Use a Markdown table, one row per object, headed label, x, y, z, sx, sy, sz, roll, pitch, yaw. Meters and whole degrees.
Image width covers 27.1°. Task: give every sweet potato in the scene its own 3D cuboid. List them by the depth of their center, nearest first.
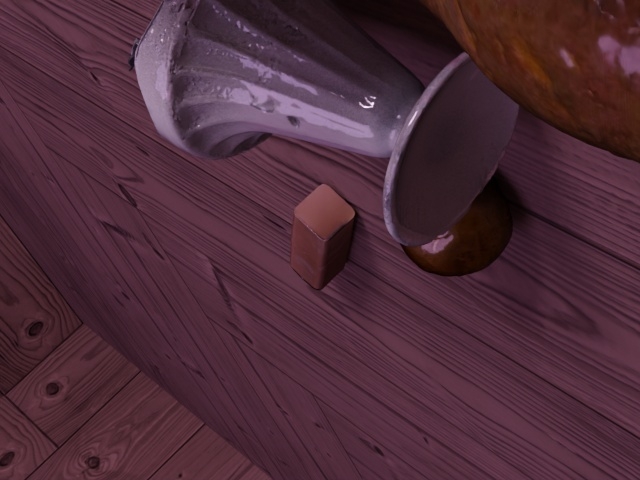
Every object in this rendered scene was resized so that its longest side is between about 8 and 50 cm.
| label | x | y | z | sx | sy | sz | roll | pitch | yaw |
| --- | --- | --- | --- | --- | --- | --- | --- | --- | --- |
| sweet potato | 0.122 | -0.102 | 0.563 | 0.337 | 0.131 | 0.131 | 31 | 158 | 39 |

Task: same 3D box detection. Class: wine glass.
| label | x | y | z | sx | sy | sz | roll | pitch | yaw |
| --- | --- | --- | --- | --- | --- | --- | --- | --- | --- |
| wine glass | 0.006 | -0.096 | 0.810 | 0.196 | 0.165 | 0.165 | 30 | 158 | 32 |

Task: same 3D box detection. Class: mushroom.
| label | x | y | z | sx | sy | sz | roll | pitch | yaw |
| --- | --- | --- | --- | --- | --- | --- | --- | --- | --- |
| mushroom | 0.095 | -0.007 | 0.945 | 0.088 | 0.073 | 0.129 | 3 | 151 | 16 |

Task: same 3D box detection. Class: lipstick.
| label | x | y | z | sx | sy | sz | roll | pitch | yaw |
| --- | --- | --- | --- | --- | --- | --- | --- | --- | --- |
| lipstick | 0.000 | 0.000 | 1.235 | 0.045 | 0.045 | 0.145 | 45 | 164 | 13 |
